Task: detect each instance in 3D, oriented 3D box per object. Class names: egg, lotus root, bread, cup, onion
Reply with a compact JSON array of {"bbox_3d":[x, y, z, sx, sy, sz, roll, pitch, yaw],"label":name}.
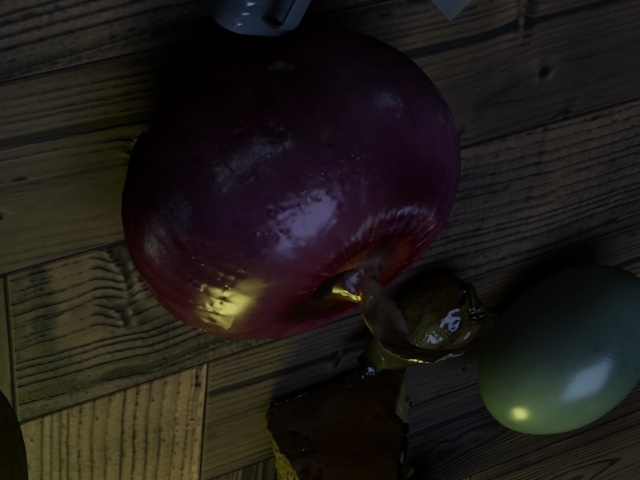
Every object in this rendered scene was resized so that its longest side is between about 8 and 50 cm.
[{"bbox_3d":[0.347,0.153,1.971,0.282,0.203,0.203,-40,143,0],"label":"egg"},{"bbox_3d":[0.126,0.117,1.862,0.190,0.094,0.108,-29,119,4],"label":"lotus root"},{"bbox_3d":[0.092,0.333,1.895,0.279,0.315,0.248,-30,145,-25],"label":"bread"},{"bbox_3d":[-0.043,-0.257,1.303,0.095,0.128,0.129,-4,134,-38],"label":"cup"},{"bbox_3d":[-0.026,-0.024,1.420,0.358,0.345,0.358,-4,167,-1],"label":"onion"}]

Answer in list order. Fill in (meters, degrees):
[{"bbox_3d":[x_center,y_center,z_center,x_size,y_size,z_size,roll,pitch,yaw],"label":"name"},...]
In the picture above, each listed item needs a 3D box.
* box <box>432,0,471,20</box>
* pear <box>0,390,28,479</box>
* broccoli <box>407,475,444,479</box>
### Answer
[{"bbox_3d":[0.140,-0.314,1.444,0.130,0.051,0.129,-43,142,9],"label":"box"},{"bbox_3d":[-0.434,0.264,1.412,0.303,0.304,0.304,-21,140,-19],"label":"pear"},{"bbox_3d":[0.121,0.467,2.117,0.263,0.247,0.243,-16,133,33],"label":"broccoli"}]
